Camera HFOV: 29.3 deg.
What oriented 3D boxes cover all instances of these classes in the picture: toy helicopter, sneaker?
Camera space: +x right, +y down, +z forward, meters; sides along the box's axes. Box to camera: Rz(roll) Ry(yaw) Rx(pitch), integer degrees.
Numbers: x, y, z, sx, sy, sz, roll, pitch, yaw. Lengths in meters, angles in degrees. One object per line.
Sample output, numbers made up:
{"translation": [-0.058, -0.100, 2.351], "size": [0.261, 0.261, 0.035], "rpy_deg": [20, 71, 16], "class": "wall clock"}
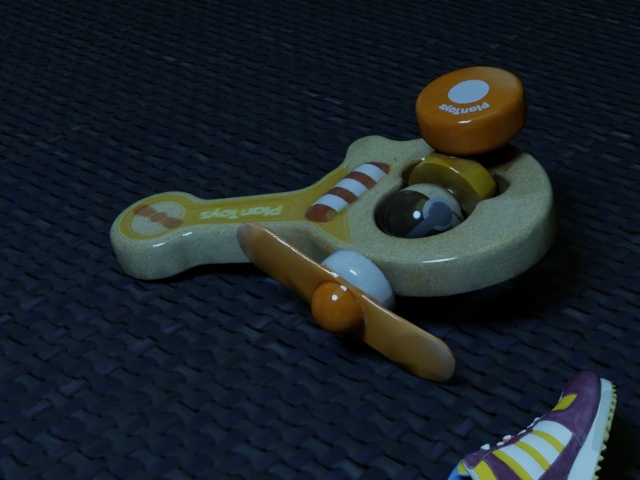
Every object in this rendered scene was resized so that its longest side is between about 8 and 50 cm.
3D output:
{"translation": [0.000, 0.000, 0.929], "size": [0.355, 0.140, 0.235], "rpy_deg": [-4, 39, 18], "class": "toy helicopter"}
{"translation": [0.121, 0.133, 0.719], "size": [0.084, 0.069, 0.185], "rpy_deg": [13, 33, 14], "class": "sneaker"}
